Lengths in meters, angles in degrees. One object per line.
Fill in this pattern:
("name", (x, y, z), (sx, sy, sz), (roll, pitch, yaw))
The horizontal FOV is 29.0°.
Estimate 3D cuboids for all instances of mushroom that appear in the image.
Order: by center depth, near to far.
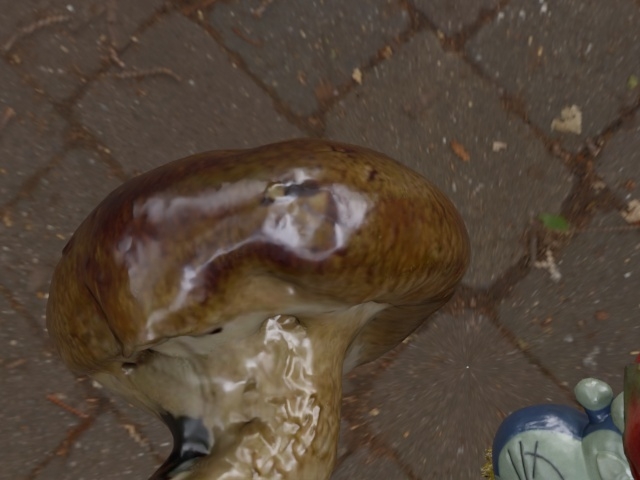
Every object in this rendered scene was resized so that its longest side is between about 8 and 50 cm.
("mushroom", (-0.040, 0.055, 0.761), (0.267, 0.267, 0.255), (4, 100, 7))

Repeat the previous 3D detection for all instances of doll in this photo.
("doll", (0.313, 0.266, 1.430), (0.258, 0.154, 0.228), (-18, 97, 35))

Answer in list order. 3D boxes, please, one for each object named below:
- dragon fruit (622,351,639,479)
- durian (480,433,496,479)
("dragon fruit", (0.258, 0.101, 0.679), (0.193, 0.192, 0.274), (-29, 50, -4))
("durian", (0.284, 0.360, 1.799), (0.140, 0.078, 0.224), (39, 107, 7))
